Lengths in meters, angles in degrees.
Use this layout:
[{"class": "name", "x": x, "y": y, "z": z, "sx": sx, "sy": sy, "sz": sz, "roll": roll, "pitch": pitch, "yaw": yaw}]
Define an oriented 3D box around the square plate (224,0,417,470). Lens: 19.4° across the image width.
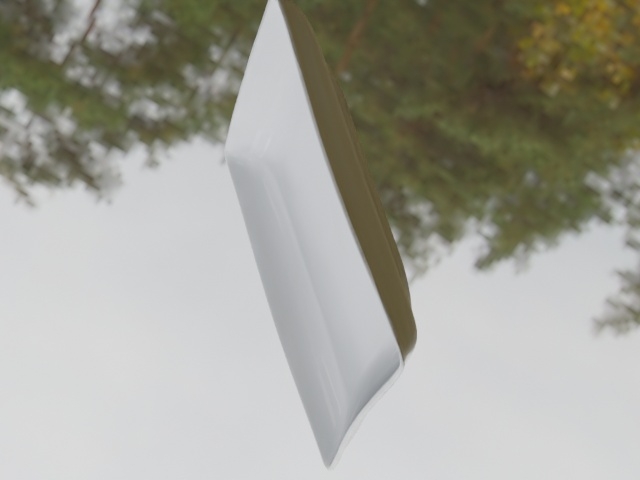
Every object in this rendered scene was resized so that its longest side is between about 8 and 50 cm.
[{"class": "square plate", "x": 0.000, "y": 0.000, "z": 1.674, "sx": 0.049, "sy": 0.344, "sz": 0.347, "roll": -14, "pitch": -108, "yaw": -16}]
